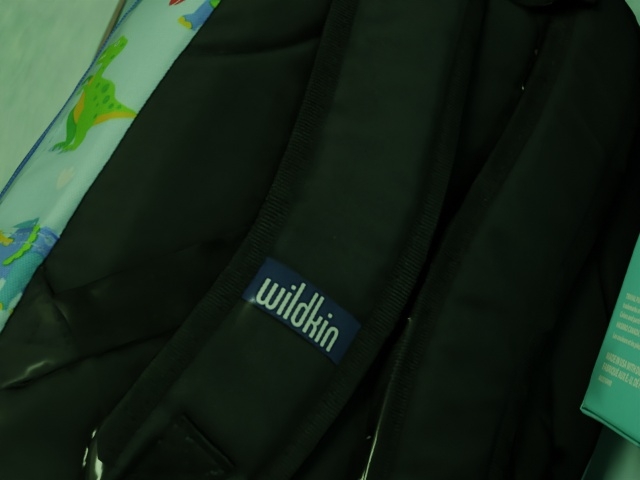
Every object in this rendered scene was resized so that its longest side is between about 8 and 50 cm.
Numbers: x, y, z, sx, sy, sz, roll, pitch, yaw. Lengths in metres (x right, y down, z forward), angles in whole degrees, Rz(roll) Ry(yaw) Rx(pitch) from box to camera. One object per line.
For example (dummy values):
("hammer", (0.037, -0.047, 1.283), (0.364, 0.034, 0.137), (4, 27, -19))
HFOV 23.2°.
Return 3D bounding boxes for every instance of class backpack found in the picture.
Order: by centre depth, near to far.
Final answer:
("backpack", (0.000, 0.000, 0.657), (0.356, 0.290, 0.273), (-64, 18, -14))

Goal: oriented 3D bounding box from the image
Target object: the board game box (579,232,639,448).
("board game box", (0.200, -0.072, 0.470), (0.254, 0.079, 0.336), (-145, 73, -82))
